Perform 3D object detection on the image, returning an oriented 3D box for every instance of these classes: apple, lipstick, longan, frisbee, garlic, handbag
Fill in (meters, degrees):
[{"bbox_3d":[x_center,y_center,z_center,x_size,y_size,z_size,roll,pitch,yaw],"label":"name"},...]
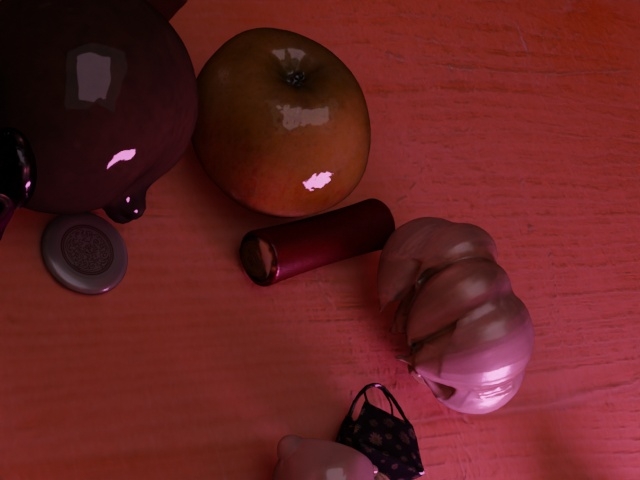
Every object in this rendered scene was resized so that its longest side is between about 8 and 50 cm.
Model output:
[{"bbox_3d":[-0.054,-0.157,1.353,0.261,0.194,0.260,9,55,-14],"label":"apple"},{"bbox_3d":[0.000,0.000,1.397,0.241,0.080,0.080,-18,79,-41],"label":"lipstick"},{"bbox_3d":[-0.268,-0.159,1.170,0.300,0.243,0.300,4,85,-42],"label":"longan"},{"bbox_3d":[-0.282,0.014,1.218,0.110,0.014,0.110,17,58,-29],"label":"frisbee"},{"bbox_3d":[0.189,0.110,1.395,0.203,0.185,0.281,-23,104,-25],"label":"garlic"},{"bbox_3d":[0.077,0.250,1.341,0.115,0.072,0.139,28,40,-21],"label":"handbag"}]

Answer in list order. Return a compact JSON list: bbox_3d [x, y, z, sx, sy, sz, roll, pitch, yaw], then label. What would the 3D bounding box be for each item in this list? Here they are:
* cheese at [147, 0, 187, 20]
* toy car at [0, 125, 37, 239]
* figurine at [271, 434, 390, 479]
[{"bbox_3d":[-0.253,-0.372,1.376,0.203,0.128,0.177,-29,88,-47],"label":"cheese"},{"bbox_3d":[-0.453,-0.058,0.985,0.271,0.240,0.340,-5,59,-41],"label":"toy car"},{"bbox_3d":[-0.011,0.361,1.178,0.155,0.127,0.235,37,54,-29],"label":"figurine"}]
